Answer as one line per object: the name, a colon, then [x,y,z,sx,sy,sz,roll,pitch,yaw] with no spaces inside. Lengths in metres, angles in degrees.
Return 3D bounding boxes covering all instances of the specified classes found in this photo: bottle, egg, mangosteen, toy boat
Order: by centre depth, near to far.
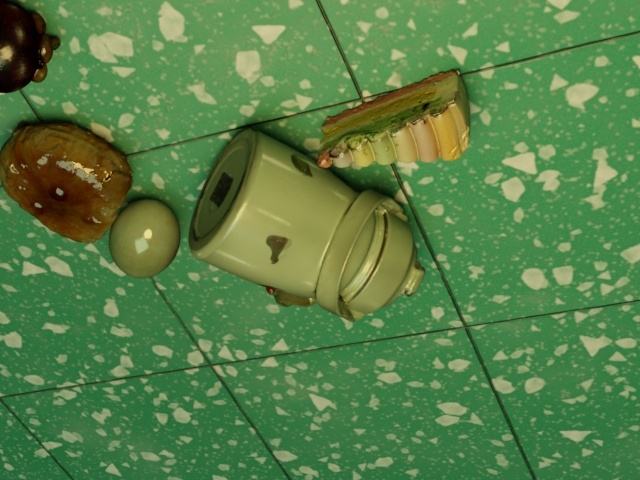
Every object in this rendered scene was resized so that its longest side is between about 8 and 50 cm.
mangosteen: [-0.434,-0.274,1.513,0.140,0.140,0.140,6,134,6]
bottle: [0.000,0.000,1.610,0.351,0.229,0.229,27,133,-21]
egg: [-0.285,-0.001,1.736,0.114,0.114,0.152,21,135,-8]
toy boat: [-0.044,0.074,1.765,0.071,0.089,0.185,63,165,-4]

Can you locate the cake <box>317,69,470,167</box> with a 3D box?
cake: [0.107,-0.150,1.510,0.225,0.109,0.090,-17,128,25]

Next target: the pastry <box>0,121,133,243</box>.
pastry: [-0.393,-0.091,1.683,0.229,0.100,0.218,-10,131,23]
